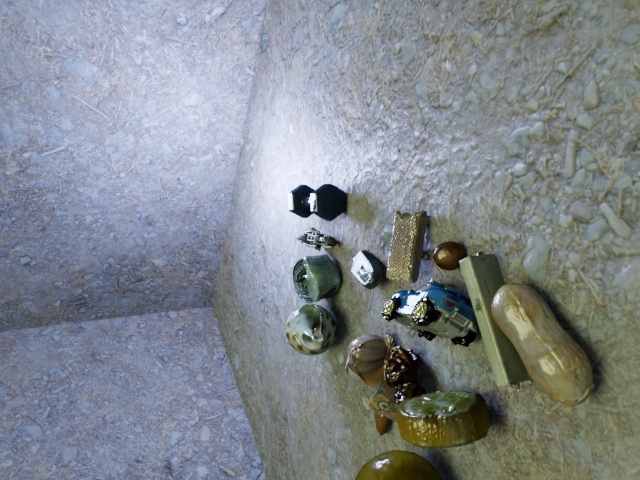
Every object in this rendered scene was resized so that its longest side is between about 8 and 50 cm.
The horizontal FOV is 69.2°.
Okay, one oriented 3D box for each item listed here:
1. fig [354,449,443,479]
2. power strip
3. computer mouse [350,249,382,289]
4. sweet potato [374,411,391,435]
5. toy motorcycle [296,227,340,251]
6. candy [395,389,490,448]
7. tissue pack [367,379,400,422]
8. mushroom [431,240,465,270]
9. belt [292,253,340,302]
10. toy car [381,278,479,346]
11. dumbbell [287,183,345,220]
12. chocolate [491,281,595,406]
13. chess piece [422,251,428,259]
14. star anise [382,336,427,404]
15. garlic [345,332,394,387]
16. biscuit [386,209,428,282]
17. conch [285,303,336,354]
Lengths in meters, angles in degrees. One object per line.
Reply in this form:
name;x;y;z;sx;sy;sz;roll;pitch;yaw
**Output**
fig;0.255;0.850;1.473;0.343;0.344;0.343;13;104;62
power strip;0.458;0.207;1.207;0.043;0.106;0.367;-38;60;56
computer mouse;0.181;0.115;1.772;0.113;0.068;0.229;-64;25;15
sweet potato;0.238;0.644;1.736;0.068;0.060;0.205;19;103;20
toy motorcycle;0.000;0.001;2.073;0.229;0.130;0.094;6;78;49
candy;0.340;0.497;1.307;0.260;0.260;0.117;-23;74;61
tissue pack;0.253;0.568;1.618;0.148;0.060;0.108;28;130;11
mushroom;0.371;0.048;1.396;0.088;0.073;0.129;59;158;-13
belt;-0.022;0.172;2.080;0.257;0.150;0.207;-32;73;60
toy car;0.329;0.205;1.392;0.165;0.198;0.314;-64;19;-16
dumbbell;-0.022;-0.171;2.044;0.144;0.160;0.325;60;160;-18
chocolate;0.512;0.229;1.083;0.309;0.134;0.134;67;147;33
chess piece;0.321;0.043;1.533;0.092;0.035;0.035;25;115;55
star anise;0.276;0.457;1.529;0.126;0.190;0.220;-33;30;24
garlic;0.184;0.415;1.667;0.207;0.257;0.207;-5;78;22
biscuit;0.283;0.018;1.512;0.108;0.062;0.238;7;88;51
conch;-0.044;0.386;2.094;0.368;0.197;0.249;30;107;51
